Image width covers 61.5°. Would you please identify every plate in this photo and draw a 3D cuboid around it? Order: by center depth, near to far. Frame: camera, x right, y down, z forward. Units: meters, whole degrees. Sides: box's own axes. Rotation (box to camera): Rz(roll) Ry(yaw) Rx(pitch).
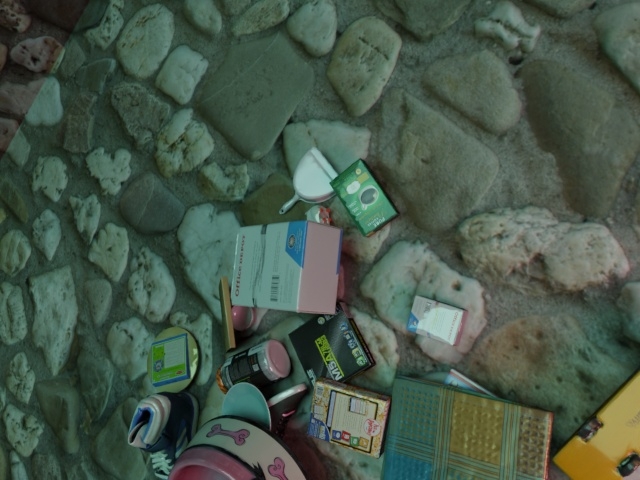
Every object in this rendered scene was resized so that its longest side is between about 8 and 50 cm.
[{"bbox_3d":[-0.191,0.468,1.414,0.188,0.024,0.188,-5,81,39],"label":"plate"}]

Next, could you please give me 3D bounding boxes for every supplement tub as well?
[{"bbox_3d":[-0.188,0.357,1.486,0.190,0.117,0.117,-27,69,22],"label":"supplement tub"}]

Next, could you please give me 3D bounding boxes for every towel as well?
[{"bbox_3d":[0.307,0.464,1.177,0.370,0.040,0.271,2,78,40],"label":"towel"}]

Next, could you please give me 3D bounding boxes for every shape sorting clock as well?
[{"bbox_3d":[-0.462,0.375,1.682,0.206,0.040,0.206,-10,67,26],"label":"shape sorting clock"}]

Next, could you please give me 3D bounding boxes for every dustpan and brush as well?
[{"bbox_3d":[-0.047,-0.146,1.536,0.211,0.060,0.147,-39,77,11],"label":"dustpan and brush"}]

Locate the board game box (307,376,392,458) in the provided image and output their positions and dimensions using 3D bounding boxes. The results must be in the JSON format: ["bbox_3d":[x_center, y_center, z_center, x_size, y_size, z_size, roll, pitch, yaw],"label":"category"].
[{"bbox_3d":[0.071,0.439,1.339,0.193,0.045,0.147,11,96,22],"label":"board game box"}]

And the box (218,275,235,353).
[{"bbox_3d":[-0.271,0.217,1.549,0.021,0.164,0.201,-5,75,-15],"label":"box"}]

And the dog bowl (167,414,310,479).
[{"bbox_3d":[-0.213,0.657,1.344,0.408,0.150,0.408,10,110,29],"label":"dog bowl"}]

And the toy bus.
[{"bbox_3d":[0.602,0.343,1.032,0.108,0.130,0.333,44,103,29],"label":"toy bus"}]

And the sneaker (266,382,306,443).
[{"bbox_3d":[-0.110,0.506,1.430,0.296,0.104,0.147,-45,65,22],"label":"sneaker"}]

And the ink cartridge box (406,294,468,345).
[{"bbox_3d":[0.280,0.191,1.287,0.122,0.052,0.088,16,90,32],"label":"ink cartridge box"}]

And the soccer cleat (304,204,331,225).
[{"bbox_3d":[0.000,0.000,1.478,0.076,0.068,0.196,-21,70,42],"label":"soccer cleat"}]

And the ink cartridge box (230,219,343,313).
[{"bbox_3d":[-0.096,0.073,1.425,0.307,0.129,0.223,-3,79,50],"label":"ink cartridge box"}]

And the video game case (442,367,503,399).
[{"bbox_3d":[0.322,0.470,1.230,0.204,0.025,0.285,30,96,30],"label":"video game case"}]

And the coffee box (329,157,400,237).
[{"bbox_3d":[0.116,-0.112,1.425,0.113,0.040,0.184,-38,74,18],"label":"coffee box"}]

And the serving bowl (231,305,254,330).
[{"bbox_3d":[-0.226,0.224,1.582,0.083,0.027,0.083,-6,78,29],"label":"serving bowl"}]

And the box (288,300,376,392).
[{"bbox_3d":[0.027,0.286,1.419,0.184,0.045,0.191,-35,66,19],"label":"box"}]

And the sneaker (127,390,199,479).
[{"bbox_3d":[-0.466,0.598,1.532,0.130,0.236,0.323,-1,80,29],"label":"sneaker"}]
